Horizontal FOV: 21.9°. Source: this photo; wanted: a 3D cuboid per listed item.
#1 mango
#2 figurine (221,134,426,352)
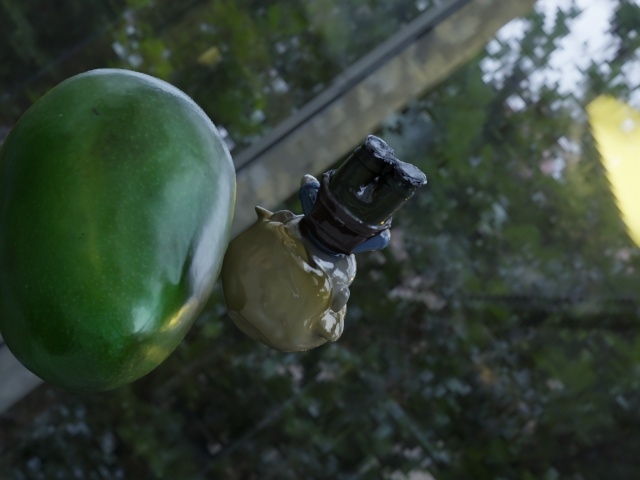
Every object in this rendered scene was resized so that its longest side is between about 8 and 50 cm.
[{"bbox_3d":[-0.181,-0.010,1.433,0.382,0.225,0.201,-101,172,-55],"label":"mango"},{"bbox_3d":[0.000,0.000,1.337,0.114,0.196,0.108,36,20,-5],"label":"figurine"}]
